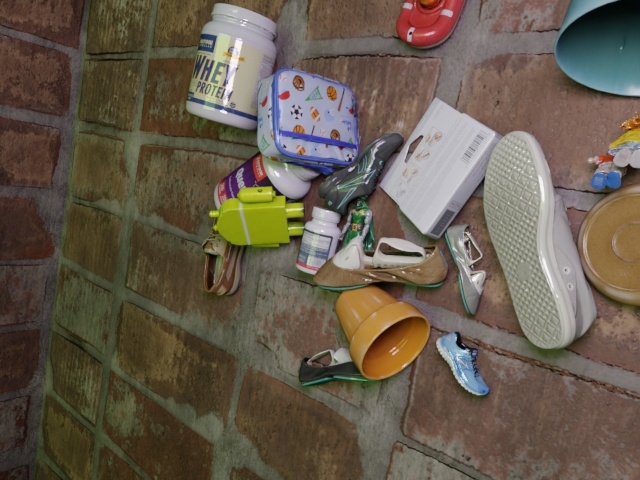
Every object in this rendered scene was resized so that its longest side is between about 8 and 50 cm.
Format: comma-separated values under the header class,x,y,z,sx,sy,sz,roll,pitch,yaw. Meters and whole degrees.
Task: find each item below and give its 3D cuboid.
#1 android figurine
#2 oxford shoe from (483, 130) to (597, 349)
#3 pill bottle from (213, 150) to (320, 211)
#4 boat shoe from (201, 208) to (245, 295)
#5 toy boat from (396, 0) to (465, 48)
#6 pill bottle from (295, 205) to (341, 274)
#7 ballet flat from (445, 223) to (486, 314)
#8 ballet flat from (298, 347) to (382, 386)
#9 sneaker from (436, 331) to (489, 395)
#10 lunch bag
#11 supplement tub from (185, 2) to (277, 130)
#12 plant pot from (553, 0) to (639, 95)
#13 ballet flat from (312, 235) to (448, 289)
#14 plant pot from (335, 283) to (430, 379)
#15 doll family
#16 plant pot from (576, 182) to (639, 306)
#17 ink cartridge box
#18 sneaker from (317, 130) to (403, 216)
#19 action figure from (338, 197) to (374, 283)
class,x,y,z,sx,sy,sz,roll,pitch,yaw
android figurine,-0.178,-0.057,1.360,0.272,0.248,0.056,-3,53,2
oxford shoe,0.454,-0.006,0.987,0.169,0.129,0.450,151,109,-66
pill bottle,-0.155,-0.170,1.409,0.322,0.181,0.182,-30,72,33
boat shoe,-0.324,0.024,1.570,0.122,0.119,0.325,2,91,36
toy boat,0.256,-0.584,1.130,0.150,0.151,0.231,28,106,34
pill bottle,0.000,0.000,1.338,0.107,0.107,0.180,20,100,35
ballet flat,0.348,0.063,1.103,0.068,0.072,0.214,-19,78,28
ballet flat,0.045,0.348,1.313,0.280,0.095,0.096,-16,68,35
sneaker,0.342,0.285,1.109,0.073,0.063,0.162,-44,65,24
lunch bag,-0.021,-0.303,1.248,0.114,0.303,0.244,-7,84,49
supplement tub,-0.268,-0.523,1.465,0.235,0.235,0.325,23,103,34
plant pot,0.583,-0.428,0.813,0.292,0.293,0.236,12,82,36
ballet flat,0.138,0.050,1.172,0.341,0.116,0.124,-1,123,19
plant pot,0.136,0.208,1.194,0.188,0.205,0.205,47,117,44
doll family,0.629,-0.164,0.851,0.262,0.163,0.119,17,131,35
plant pot,0.595,0.005,0.895,0.236,0.032,0.237,-15,72,54
ink cartridge box,0.285,-0.180,1.162,0.275,0.060,0.239,-58,36,21
sneaker,0.121,-0.175,1.251,0.267,0.101,0.106,-40,79,14
action figure,0.099,-0.008,1.298,0.137,0.063,0.233,7,90,39
